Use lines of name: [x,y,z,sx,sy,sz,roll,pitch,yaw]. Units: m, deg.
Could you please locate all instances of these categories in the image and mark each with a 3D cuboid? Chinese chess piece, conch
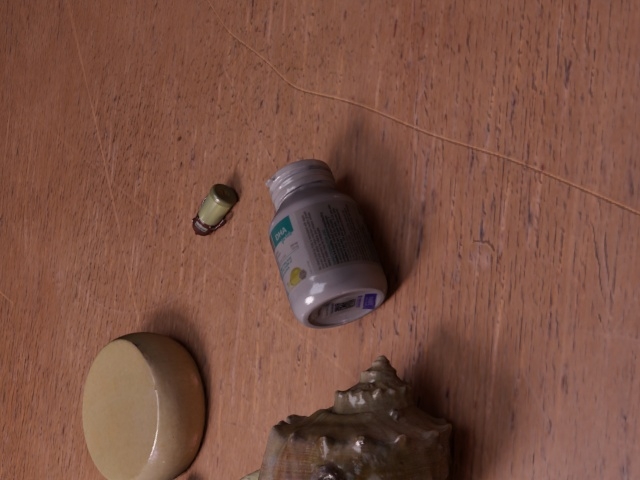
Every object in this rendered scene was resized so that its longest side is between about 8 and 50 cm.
Chinese chess piece: [-0.309,0.292,1.601,0.273,0.102,0.274,-7,81,45]
conch: [0.015,0.296,1.137,0.263,0.186,0.324,2,60,47]

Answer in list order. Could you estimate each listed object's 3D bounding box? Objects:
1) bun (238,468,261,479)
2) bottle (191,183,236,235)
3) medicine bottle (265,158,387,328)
bun: [-0.055,0.427,1.275,0.222,0.127,0.222,-12,54,17]
bottle: [-0.181,-0.048,1.549,0.101,0.047,0.063,-52,23,35]
medicine bottle: [0.000,0.000,1.273,0.135,0.135,0.215,-40,58,37]
